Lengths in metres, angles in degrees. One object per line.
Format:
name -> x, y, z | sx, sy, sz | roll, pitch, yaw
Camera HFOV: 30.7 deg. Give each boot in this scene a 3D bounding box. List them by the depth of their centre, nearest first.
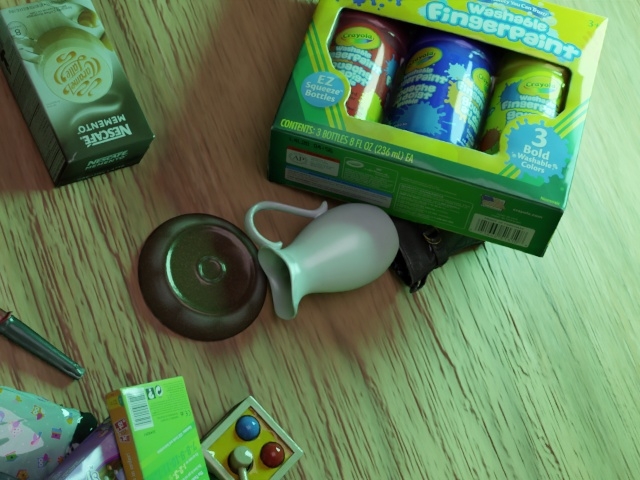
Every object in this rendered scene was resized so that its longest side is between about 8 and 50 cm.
boot -> 0.167, -0.069, 1.865 | 0.229, 0.091, 0.262 | -22, 79, -27

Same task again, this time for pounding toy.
pounding toy -> -0.104, 0.307, 1.585 | 0.130, 0.100, 0.141 | 47, 59, -1

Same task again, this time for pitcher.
pitcher -> 0.000, 0.000, 1.737 | 0.207, 0.125, 0.177 | -24, 86, -28

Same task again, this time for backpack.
backpack -> -0.384, 0.249, 1.469 | 0.182, 0.115, 0.151 | 25, 60, -18

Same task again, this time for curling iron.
curling iron -> -0.424, 0.093, 1.561 | 0.274, 0.035, 0.068 | 41, 60, -4

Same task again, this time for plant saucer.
plant saucer -> -0.165, 0.047, 1.698 | 0.199, 0.036, 0.198 | 9, 66, -21

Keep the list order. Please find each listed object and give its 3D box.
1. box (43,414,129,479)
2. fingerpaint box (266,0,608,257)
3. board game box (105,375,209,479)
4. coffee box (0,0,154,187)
box -> -0.247, 0.344, 1.431 | 0.200, 0.057, 0.293 | 62, 31, -12
fingerpaint box -> 0.183, -0.221, 1.809 | 0.445, 0.163, 0.371 | 17, 62, 5
board game box -> -0.187, 0.305, 1.457 | 0.124, 0.039, 0.259 | -3, 73, -59
coffee box -> -0.357, -0.218, 1.677 | 0.141, 0.098, 0.246 | -22, 80, -29
